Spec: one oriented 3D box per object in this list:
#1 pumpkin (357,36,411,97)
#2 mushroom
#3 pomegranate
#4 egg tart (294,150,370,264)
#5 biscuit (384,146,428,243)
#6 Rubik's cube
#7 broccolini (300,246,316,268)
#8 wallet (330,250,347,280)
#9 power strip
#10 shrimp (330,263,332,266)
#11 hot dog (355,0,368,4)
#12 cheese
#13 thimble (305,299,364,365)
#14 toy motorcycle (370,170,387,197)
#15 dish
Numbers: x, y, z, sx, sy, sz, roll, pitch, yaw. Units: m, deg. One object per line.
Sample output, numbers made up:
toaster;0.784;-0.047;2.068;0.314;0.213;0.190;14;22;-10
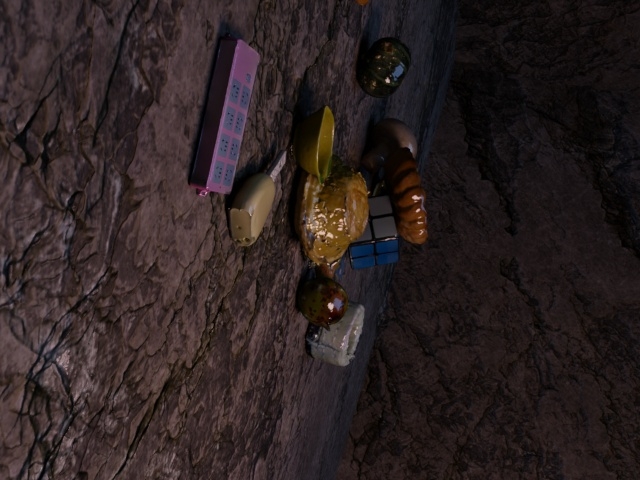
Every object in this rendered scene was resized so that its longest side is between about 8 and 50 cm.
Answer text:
pumpkin;0.189;-0.520;1.989;0.190;0.146;0.190;-162;-90;-75
mushroom;0.240;-0.324;2.356;0.206;0.209;0.206;59;10;-17
pomegranate;0.019;0.148;1.927;0.156;0.156;0.220;60;50;-70
egg tart;0.042;-0.090;1.757;0.341;0.132;0.341;4;90;-67
biscuit;0.279;-0.144;2.183;0.326;0.107;0.325;-12;90;-86
Rubik's cube;0.165;-0.027;2.191;0.183;0.167;0.180;80;1;-62
broccolini;0.003;-0.005;1.936;0.271;0.062;0.123;-52;158;-62
wallet;0.043;0.034;2.109;0.202;0.059;0.141;79;22;-62
power strip;-0.163;-0.209;1.137;0.109;0.037;0.279;3;100;-75
shrimp;0.019;0.132;2.065;0.095;0.045;0.162;-13;138;-54
hot dog;0.110;-0.684;1.723;0.188;0.055;0.072;58;46;-69
cheese;-0.119;-0.107;1.370;0.127;0.054;0.251;93;17;-46
thimble;0.049;0.301;2.191;0.237;0.150;0.237;14;90;-75
toy motorcycle;0.288;-0.180;2.659;0.237;0.169;0.410;-52;157;-46
dish;-0.021;-0.228;1.581;0.149;0.080;0.207;-59;156;-56
